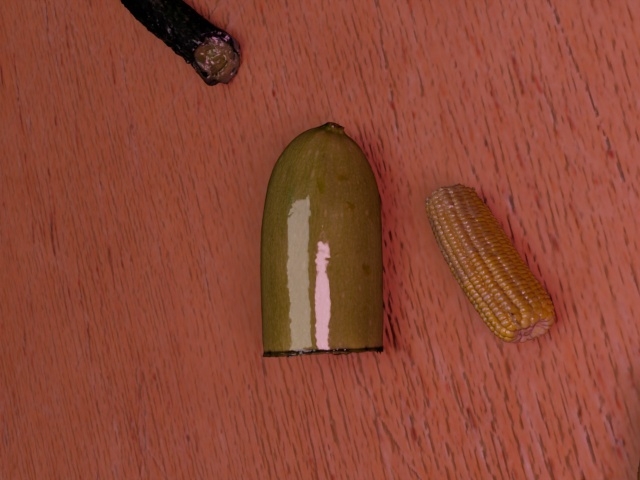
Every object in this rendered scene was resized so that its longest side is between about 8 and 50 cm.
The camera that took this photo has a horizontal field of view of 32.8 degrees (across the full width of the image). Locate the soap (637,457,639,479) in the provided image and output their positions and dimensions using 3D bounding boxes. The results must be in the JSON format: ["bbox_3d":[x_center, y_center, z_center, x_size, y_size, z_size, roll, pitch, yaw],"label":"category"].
[{"bbox_3d":[0.340,0.247,0.890,0.160,0.080,0.258,8,94,39],"label":"soap"}]

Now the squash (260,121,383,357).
[{"bbox_3d":[0.000,0.000,1.144,0.132,0.132,0.247,-4,84,39],"label":"squash"}]

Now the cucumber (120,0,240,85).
[{"bbox_3d":[-0.193,-0.278,1.342,0.245,0.067,0.067,42,114,30],"label":"cucumber"}]

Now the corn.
[{"bbox_3d":[0.160,0.021,1.041,0.063,0.085,0.165,-55,53,44],"label":"corn"}]
